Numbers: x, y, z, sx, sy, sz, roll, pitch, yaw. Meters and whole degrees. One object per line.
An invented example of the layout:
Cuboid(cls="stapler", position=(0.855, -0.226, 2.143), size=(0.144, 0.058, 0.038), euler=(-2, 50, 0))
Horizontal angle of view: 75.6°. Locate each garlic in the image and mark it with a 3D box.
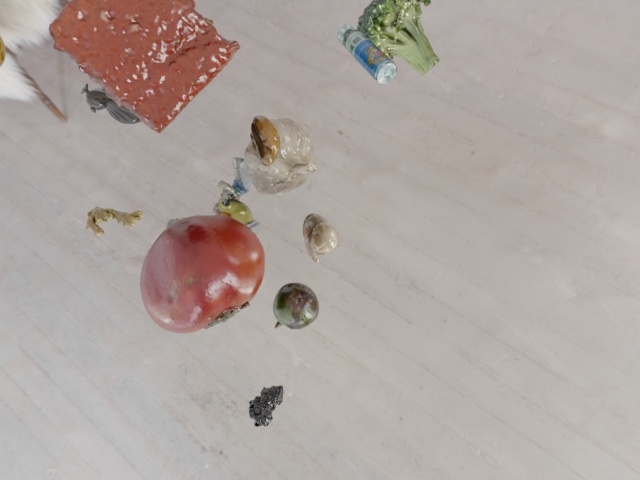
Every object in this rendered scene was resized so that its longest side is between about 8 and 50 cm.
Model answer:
Cuboid(cls="garlic", position=(-0.085, -0.206, 1.100), size=(0.219, 0.218, 0.212), euler=(-50, 48, -4))
Cuboid(cls="garlic", position=(0.005, -0.012, 1.162), size=(0.099, 0.174, 0.124), euler=(-22, 110, -14))

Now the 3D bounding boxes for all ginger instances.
Cuboid(cls="ginger", position=(-0.825, -0.090, 1.636), size=(0.176, 0.053, 0.193), euler=(34, 50, 4))

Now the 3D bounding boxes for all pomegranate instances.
Cuboid(cls="pomegranate", position=(-0.077, 0.211, 1.249), size=(0.148, 0.169, 0.149), euler=(5, 42, -4))

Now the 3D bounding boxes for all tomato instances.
Cuboid(cls="tomato", position=(-0.310, 0.084, 1.103), size=(0.325, 0.293, 0.290), euler=(-37, 77, 37))

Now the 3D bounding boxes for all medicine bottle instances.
Cuboid(cls="medicine bottle", position=(0.097, -0.405, 0.891), size=(0.051, 0.051, 0.191), euler=(-32, 54, 3))

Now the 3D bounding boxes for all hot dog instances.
Cuboid(cls="hot dog", position=(-0.133, -0.230, 0.972), size=(0.060, 0.090, 0.140), euler=(-13, 72, -27))

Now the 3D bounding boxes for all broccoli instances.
Cuboid(cls="broccoli", position=(0.221, -0.554, 1.113), size=(0.243, 0.263, 0.247), euler=(43, 123, -2))

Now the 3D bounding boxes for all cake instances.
Cuboid(cls="cake", position=(-0.378, -0.430, 0.924), size=(0.270, 0.319, 0.269), euler=(-46, 115, 0))

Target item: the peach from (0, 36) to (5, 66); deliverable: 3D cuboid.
Cuboid(cls="peach", position=(-0.682, -0.352, 0.752), size=(0.179, 0.179, 0.103), euler=(-14, 104, 9))

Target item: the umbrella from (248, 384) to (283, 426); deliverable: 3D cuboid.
Cuboid(cls="umbrella", position=(-0.210, 0.624, 1.592), size=(0.110, 0.272, 0.122), euler=(40, 90, 5))

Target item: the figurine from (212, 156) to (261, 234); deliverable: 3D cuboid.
Cuboid(cls="figurine", position=(-0.336, -0.147, 1.682), size=(0.204, 0.224, 0.382), euler=(7, 92, -12))

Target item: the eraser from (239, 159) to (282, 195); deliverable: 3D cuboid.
Cuboid(cls="eraser", position=(-0.161, -0.276, 1.544), size=(0.213, 0.397, 0.082), euler=(-45, 84, 9))

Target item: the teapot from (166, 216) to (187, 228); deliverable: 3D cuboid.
Cuboid(cls="teapot", position=(-0.421, -0.023, 1.369), size=(0.200, 0.077, 0.107), euler=(5, 38, 21))

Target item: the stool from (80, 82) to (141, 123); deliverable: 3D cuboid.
Cuboid(cls="stool", position=(-0.612, -0.428, 1.269), size=(0.217, 0.121, 0.125), euler=(4, 113, -5))
